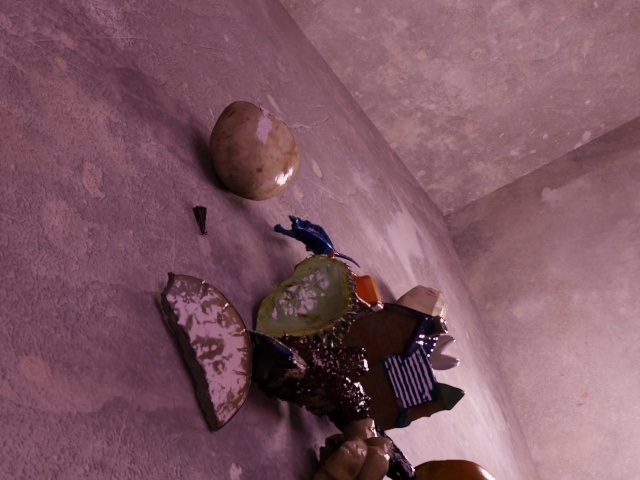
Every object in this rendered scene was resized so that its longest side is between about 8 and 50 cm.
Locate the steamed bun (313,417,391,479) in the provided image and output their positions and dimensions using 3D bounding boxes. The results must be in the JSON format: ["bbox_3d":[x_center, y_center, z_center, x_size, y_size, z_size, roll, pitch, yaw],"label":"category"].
[{"bbox_3d":[0.057,0.437,1.327,0.106,0.192,0.177,38,20,-8],"label":"steamed bun"}]

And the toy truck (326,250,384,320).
[{"bbox_3d":[0.072,0.140,1.828,0.270,0.135,0.114,38,29,-49],"label":"toy truck"}]

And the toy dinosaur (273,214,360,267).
[{"bbox_3d":[-0.026,-0.013,1.765,0.144,0.076,0.329,23,-11,42],"label":"toy dinosaur"}]

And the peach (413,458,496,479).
[{"bbox_3d":[0.286,0.650,1.452,0.308,0.308,0.332,48,33,-34],"label":"peach"}]

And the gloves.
[{"bbox_3d":[-0.025,0.262,1.308,0.312,0.210,0.135,41,46,-42],"label":"gloves"}]

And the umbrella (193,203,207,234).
[{"bbox_3d":[-0.255,-0.047,1.429,0.031,0.020,0.083,35,37,-51],"label":"umbrella"}]

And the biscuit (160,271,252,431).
[{"bbox_3d":[-0.186,0.177,1.182,0.141,0.038,0.290,-14,75,-42],"label":"biscuit"}]

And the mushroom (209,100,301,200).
[{"bbox_3d":[-0.181,-0.199,1.629,0.254,0.195,0.189,54,53,-40],"label":"mushroom"}]

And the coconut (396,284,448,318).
[{"bbox_3d":[0.358,0.241,2.382,0.171,0.183,0.171,-53,155,-39],"label":"coconut"}]

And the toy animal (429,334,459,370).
[{"bbox_3d":[0.301,0.357,1.995,0.131,0.220,0.104,21,49,-64],"label":"toy animal"}]

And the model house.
[{"bbox_3d":[0.225,0.320,1.751,0.245,0.280,0.312,25,41,-60],"label":"model house"}]

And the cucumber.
[{"bbox_3d":[0.095,0.421,1.459,0.303,0.072,0.081,45,12,24],"label":"cucumber"}]

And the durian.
[{"bbox_3d":[-0.016,0.165,1.548,0.198,0.163,0.394,26,41,9],"label":"durian"}]
